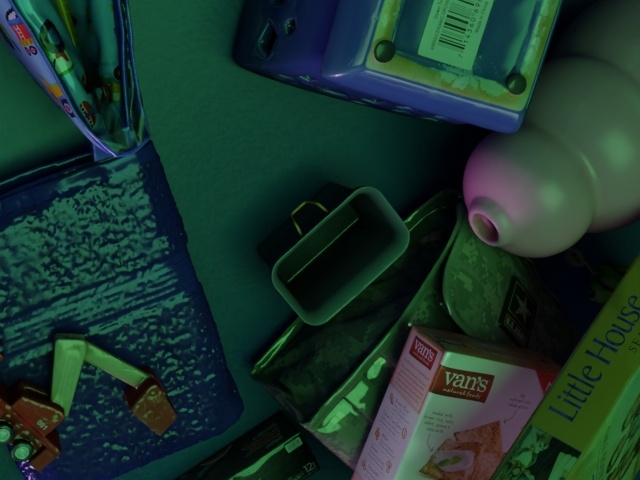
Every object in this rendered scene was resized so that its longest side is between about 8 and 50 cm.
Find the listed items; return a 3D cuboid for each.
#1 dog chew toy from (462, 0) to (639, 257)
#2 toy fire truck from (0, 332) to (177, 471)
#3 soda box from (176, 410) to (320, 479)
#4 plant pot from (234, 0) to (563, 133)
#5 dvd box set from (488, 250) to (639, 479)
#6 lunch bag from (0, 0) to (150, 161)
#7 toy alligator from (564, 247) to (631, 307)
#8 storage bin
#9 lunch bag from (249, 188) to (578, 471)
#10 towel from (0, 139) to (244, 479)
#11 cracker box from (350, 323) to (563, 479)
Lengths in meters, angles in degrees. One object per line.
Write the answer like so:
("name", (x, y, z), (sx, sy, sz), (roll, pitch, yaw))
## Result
("dog chew toy", (0.268, -0.104, 1.250), (0.332, 0.206, 0.206), (-38, 117, -26))
("toy fire truck", (-0.236, 0.129, 1.148), (0.135, 0.047, 0.192), (-42, 114, 0))
("soda box", (-0.089, 0.248, 1.309), (0.169, 0.060, 0.053), (-32, 116, -12))
("plant pot", (0.087, -0.225, 1.160), (0.236, 0.212, 0.236), (13, 99, -26))
("dvd box set", (0.276, 0.161, 1.216), (0.420, 0.062, 0.307), (-50, 153, -26))
("lunch bag", (-0.221, -0.197, 1.032), (0.138, 0.221, 0.293), (-23, 113, -15))
("toy alligator", (0.326, 0.058, 1.435), (0.189, 0.056, 0.051), (24, 136, -27))
("storage bin", (0.000, 0.000, 1.256), (0.135, 0.091, 0.098), (-43, 116, -7))
("lunch bag", (0.121, 0.119, 1.300), (0.287, 0.169, 0.235), (-48, 121, -7))
("towel", (-0.218, 0.073, 1.202), (0.227, 0.076, 0.308), (-21, 113, -9))
("cracker box", (0.120, 0.205, 1.197), (0.155, 0.067, 0.232), (14, 103, -30))
